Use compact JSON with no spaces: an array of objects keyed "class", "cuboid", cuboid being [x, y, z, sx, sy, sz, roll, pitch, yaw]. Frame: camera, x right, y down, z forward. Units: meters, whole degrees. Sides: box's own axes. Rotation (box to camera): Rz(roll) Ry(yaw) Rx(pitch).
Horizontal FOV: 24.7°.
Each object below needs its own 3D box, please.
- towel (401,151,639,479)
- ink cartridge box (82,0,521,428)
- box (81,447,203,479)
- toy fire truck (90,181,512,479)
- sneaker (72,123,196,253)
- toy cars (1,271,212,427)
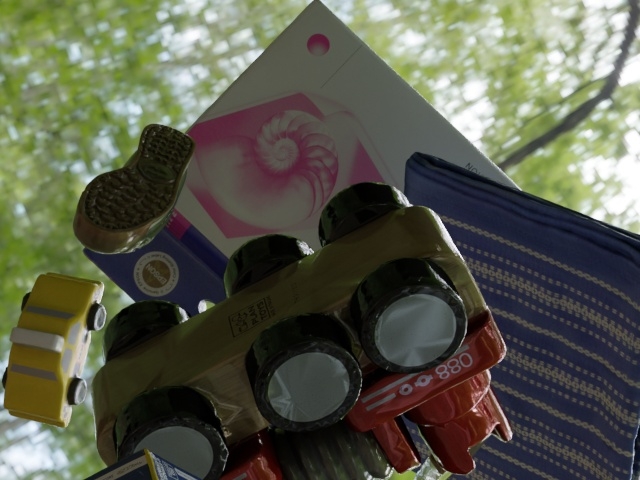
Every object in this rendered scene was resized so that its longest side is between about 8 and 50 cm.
[{"class":"towel","cuboid":[0.159,0.106,1.193,0.243,0.040,0.336,24,-50,29]},{"class":"ink cartridge box","cuboid":[0.000,0.000,1.376,0.324,0.330,0.071,43,-4,-1]},{"class":"box","cuboid":[-0.054,0.166,0.534,0.059,0.054,0.169,-28,-121,11]},{"class":"toy fire truck","cuboid":[0.012,0.112,0.847,0.246,0.217,0.158,60,3,-30]},{"class":"sneaker","cuboid":[-0.153,-0.019,1.174,0.064,0.192,0.086,25,-60,1]},{"class":"toy cars","cuboid":[-0.249,0.063,1.765,0.394,0.087,0.176,-38,-108,1]}]
